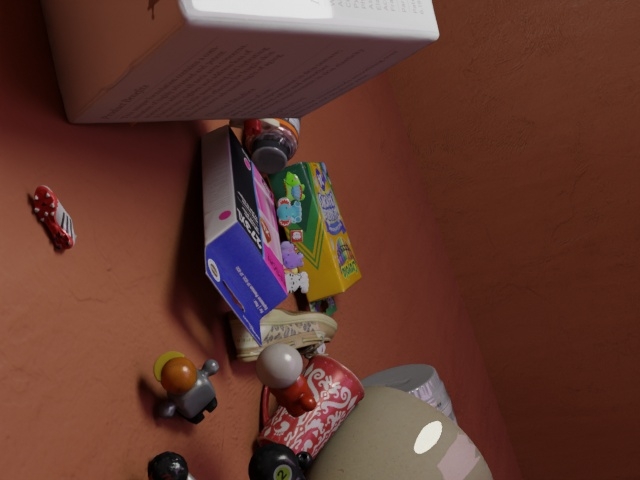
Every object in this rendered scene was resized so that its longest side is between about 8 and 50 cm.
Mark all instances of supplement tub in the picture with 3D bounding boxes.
[{"bbox_3d":[-0.093,-0.222,1.559,0.197,0.106,0.106,-85,153,-42],"label":"supplement tub"}]

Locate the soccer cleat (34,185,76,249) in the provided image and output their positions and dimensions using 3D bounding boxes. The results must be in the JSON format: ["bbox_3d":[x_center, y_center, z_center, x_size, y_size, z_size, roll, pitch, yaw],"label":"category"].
[{"bbox_3d":[-0.312,-0.029,0.932,0.035,0.029,0.083,-84,156,-65],"label":"soccer cleat"}]

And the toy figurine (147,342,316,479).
[{"bbox_3d":[-0.112,0.241,0.999,0.148,0.210,0.212,76,14,-55],"label":"toy figurine"}]

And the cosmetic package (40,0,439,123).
[{"bbox_3d":[-0.120,-0.357,1.033,0.394,0.329,0.327,-9,84,-40],"label":"cosmetic package"}]

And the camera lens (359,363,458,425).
[{"bbox_3d":[0.188,0.426,1.677,0.219,0.220,0.274,-36,109,-70],"label":"camera lens"}]

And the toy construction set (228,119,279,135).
[{"bbox_3d":[-0.186,-0.321,1.338,0.215,0.151,0.327,31,36,-63],"label":"toy construction set"}]

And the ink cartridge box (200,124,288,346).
[{"bbox_3d":[-0.125,-0.020,1.272,0.370,0.069,0.175,-99,163,-50],"label":"ink cartridge box"}]

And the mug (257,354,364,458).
[{"bbox_3d":[-0.030,0.289,1.313,0.169,0.150,0.113,-50,119,-31],"label":"mug"}]

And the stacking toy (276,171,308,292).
[{"bbox_3d":[-0.058,-0.014,1.428,0.167,0.052,0.221,-146,-126,-81],"label":"stacking toy"}]

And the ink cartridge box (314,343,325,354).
[{"bbox_3d":[-0.020,0.193,1.564,0.048,0.028,0.083,-66,136,-62],"label":"ink cartridge box"}]

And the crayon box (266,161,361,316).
[{"bbox_3d":[0.000,0.000,1.640,0.203,0.083,0.322,-24,96,-76],"label":"crayon box"}]

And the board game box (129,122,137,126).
[{"bbox_3d":[-0.213,-0.280,1.172,0.259,0.039,0.124,-40,103,-36],"label":"board game box"}]

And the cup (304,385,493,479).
[{"bbox_3d":[0.095,0.449,1.337,0.237,0.331,0.330,-38,114,-42],"label":"cup"}]

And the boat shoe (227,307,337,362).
[{"bbox_3d":[-0.064,0.169,1.375,0.285,0.105,0.089,14,70,-56],"label":"boat shoe"}]
